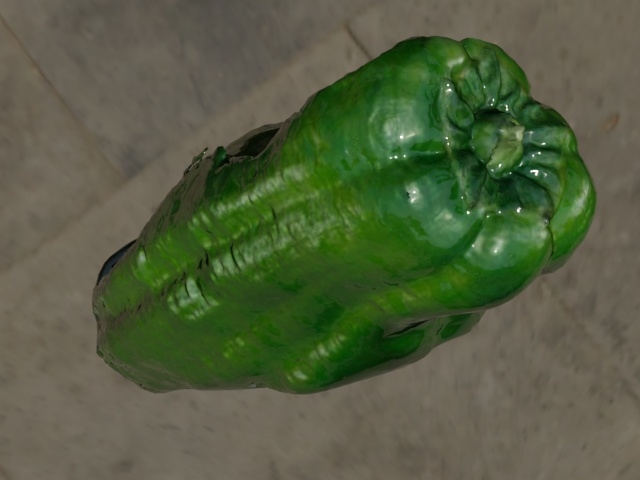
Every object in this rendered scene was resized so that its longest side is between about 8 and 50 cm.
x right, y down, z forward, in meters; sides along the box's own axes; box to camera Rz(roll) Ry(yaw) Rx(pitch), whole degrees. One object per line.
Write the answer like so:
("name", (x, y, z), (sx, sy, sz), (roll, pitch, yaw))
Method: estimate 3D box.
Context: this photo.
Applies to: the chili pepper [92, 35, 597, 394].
("chili pepper", (0.006, 0.009, 1.189), (0.213, 0.385, 0.167), (-6, 78, -38))
